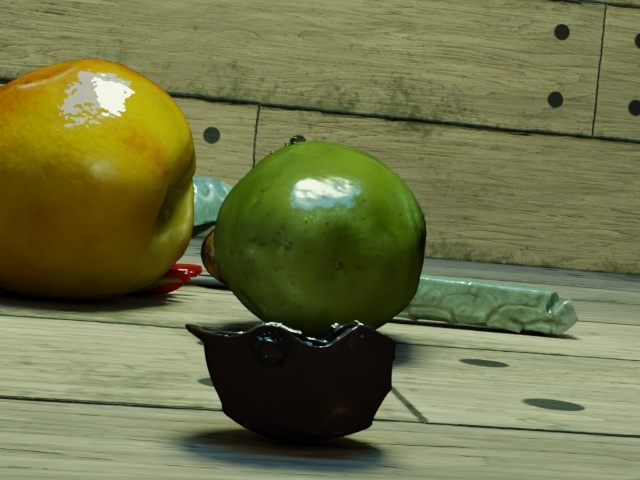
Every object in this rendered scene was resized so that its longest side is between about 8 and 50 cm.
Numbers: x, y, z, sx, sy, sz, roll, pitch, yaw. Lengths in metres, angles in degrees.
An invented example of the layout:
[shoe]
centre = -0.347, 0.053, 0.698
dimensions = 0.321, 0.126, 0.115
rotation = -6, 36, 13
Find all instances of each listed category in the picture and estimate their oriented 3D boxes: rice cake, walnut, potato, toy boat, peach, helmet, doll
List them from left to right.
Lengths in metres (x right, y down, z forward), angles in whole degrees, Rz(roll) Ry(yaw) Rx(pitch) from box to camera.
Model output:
[peach]
centre = -0.306, -0.066, 1.255
dimensions = 0.308, 0.288, 0.289
rotation = 10, 3, 8
[doll]
centre = -0.243, 0.040, 1.385
dimensions = 0.169, 0.057, 0.109
rotation = 6, 4, 2
[toy boat]
centre = -0.267, -0.040, 1.573
dimensions = 0.215, 0.123, 0.330
rotation = -23, -3, 35
[walnut]
centre = -0.106, 0.019, 1.622
dimensions = 0.116, 0.115, 0.207
rotation = 6, 1, 21
[helmet]
centre = -0.016, 0.082, 0.627
dimensions = 0.123, 0.070, 0.098
rotation = -2, -4, -2
[potato]
centre = 0.002, 0.002, 1.084
dimensions = 0.216, 0.215, 0.304
rotation = 5, 14, -9
[rice cake]
centre = 0.147, 0.074, 1.331
dimensions = 0.336, 0.063, 0.066
rotation = 5, 2, 3
